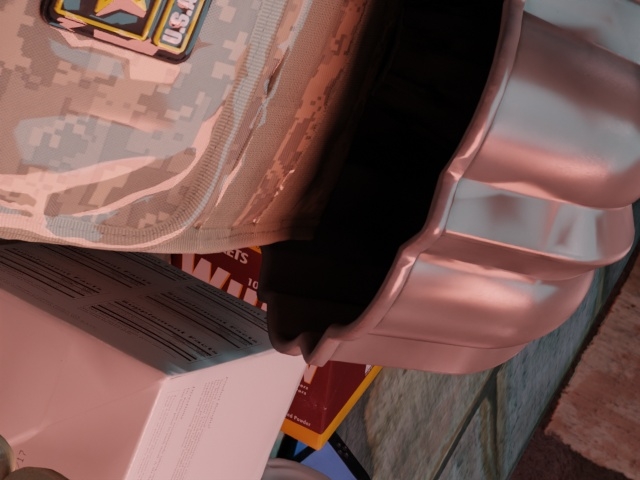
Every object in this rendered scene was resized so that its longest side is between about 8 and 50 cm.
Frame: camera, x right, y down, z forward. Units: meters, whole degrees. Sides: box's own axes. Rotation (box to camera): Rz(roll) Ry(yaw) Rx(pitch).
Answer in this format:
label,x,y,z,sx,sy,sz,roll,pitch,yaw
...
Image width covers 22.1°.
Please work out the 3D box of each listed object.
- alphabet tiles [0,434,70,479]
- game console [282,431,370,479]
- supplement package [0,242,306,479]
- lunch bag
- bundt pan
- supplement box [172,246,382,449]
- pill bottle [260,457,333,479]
label,x,y,z,sx,sy,sz,roll,pitch,yaw
alphabet tiles,-0.186,0.191,0.620,0.021,0.284,0.278,18,97,-58
game console,0.013,0.198,1.576,0.071,0.107,0.122,-40,174,27
supplement package,-0.133,0.115,0.886,0.194,0.149,0.203,-67,163,10
lunch bag,-0.075,-0.122,0.698,0.287,0.169,0.235,-6,119,-64
bundt pan,0.085,-0.081,0.840,0.331,0.124,0.331,-163,-90,-74
supplement box,0.000,0.000,1.146,0.191,0.129,0.194,-49,158,-38
pill bottle,-0.050,0.296,1.464,0.108,0.108,0.180,-22,136,-65
